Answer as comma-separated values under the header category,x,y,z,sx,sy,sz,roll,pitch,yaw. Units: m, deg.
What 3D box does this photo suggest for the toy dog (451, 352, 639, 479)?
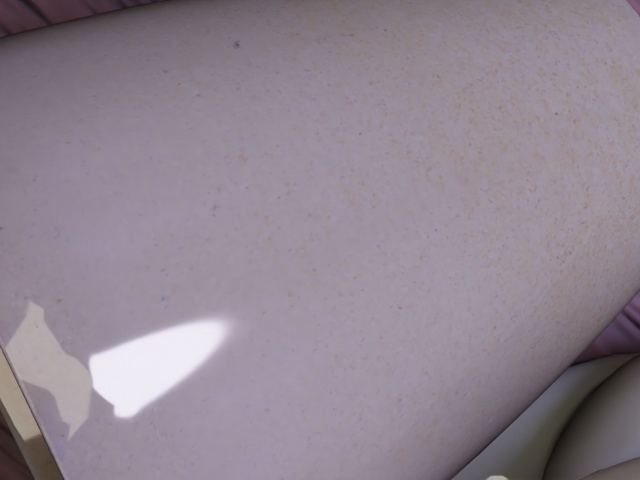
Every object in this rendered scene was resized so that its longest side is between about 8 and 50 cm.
category,x,y,z,sx,sy,sz,roll,pitch,yaw
toy dog,0.218,0.167,0.568,0.395,0.408,0.284,-23,92,3

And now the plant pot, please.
category,x,y,z,sx,sy,sz,roll,pitch,yaw
plant pot,0.000,0.000,0.672,0.274,0.256,0.256,-26,91,-15
